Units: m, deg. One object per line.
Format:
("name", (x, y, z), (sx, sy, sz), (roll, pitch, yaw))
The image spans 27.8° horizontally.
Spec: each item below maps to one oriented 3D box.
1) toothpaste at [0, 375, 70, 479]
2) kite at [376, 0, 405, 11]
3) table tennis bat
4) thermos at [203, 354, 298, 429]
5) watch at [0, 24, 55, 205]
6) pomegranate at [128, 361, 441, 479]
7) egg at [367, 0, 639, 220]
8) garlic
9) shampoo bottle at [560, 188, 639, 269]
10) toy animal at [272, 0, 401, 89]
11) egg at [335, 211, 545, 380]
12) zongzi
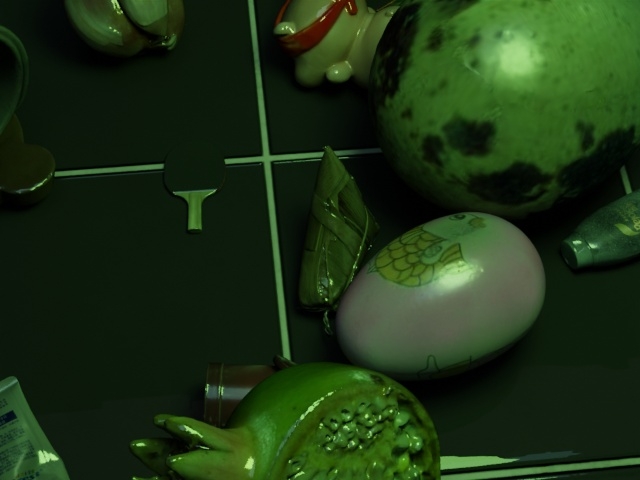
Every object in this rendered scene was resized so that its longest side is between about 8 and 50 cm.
("toothpaste", (-0.352, 0.277, 1.546), (0.096, 0.061, 0.266), (-30, 56, -17))
("kite", (0.182, -0.356, 1.979), (0.190, 0.010, 0.159), (8, 58, 5))
("table tennis bat", (-0.175, -0.077, 1.793), (0.087, 0.013, 0.156), (-1, 57, -3))
("thermos", (-0.024, 0.203, 1.574), (0.232, 0.099, 0.124), (3, 92, -1))
("watch", (-0.543, -0.166, 1.656), (0.314, 0.327, 0.335), (39, 65, 21))
("pomegranate", (-0.047, 0.269, 1.415), (0.358, 0.216, 0.310), (22, 86, -25))
("egg", (0.264, -0.207, 1.693), (0.428, 0.345, 0.345), (-22, 59, -32))
("garlic", (-0.288, -0.359, 1.887), (0.160, 0.191, 0.214), (-17, 16, 3))
("shampoo bottle", (0.434, -0.025, 1.750), (0.233, 0.049, 0.087), (-23, 59, -15))
("toy animal", (0.032, -0.297, 1.859), (0.197, 0.171, 0.171), (24, 60, 5))
("egg", (0.150, 0.076, 1.597), (0.271, 0.196, 0.196), (-37, 65, -17))
("zongzi", (0.000, 0.000, 1.651), (0.081, 0.178, 0.189), (9, 56, 26))
